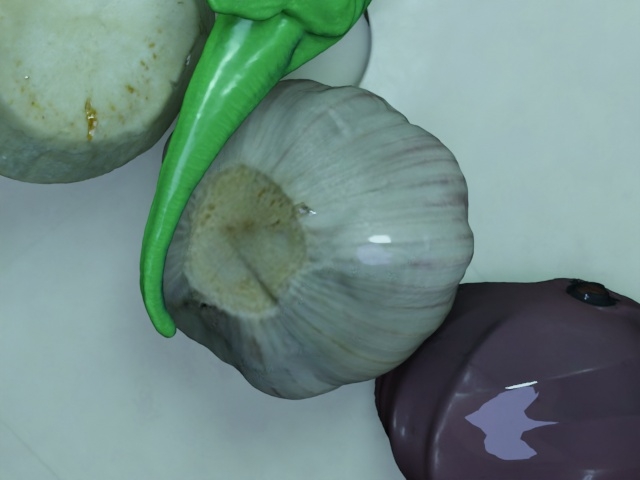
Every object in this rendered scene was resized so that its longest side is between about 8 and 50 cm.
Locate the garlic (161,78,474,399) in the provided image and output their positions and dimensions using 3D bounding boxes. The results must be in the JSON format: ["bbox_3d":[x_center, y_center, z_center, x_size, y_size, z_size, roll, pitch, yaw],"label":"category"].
[{"bbox_3d":[0.000,0.000,1.358,0.317,0.259,0.317,4,101,25],"label":"garlic"}]

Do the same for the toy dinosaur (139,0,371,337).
[{"bbox_3d":[0.004,-0.185,1.237,0.374,0.144,0.500,-12,120,-41],"label":"toy dinosaur"}]

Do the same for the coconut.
[{"bbox_3d":[-0.254,-0.204,1.270,0.323,0.323,0.323,0,111,-1],"label":"coconut"}]

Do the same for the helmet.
[{"bbox_3d":[0.225,0.183,1.467,0.338,0.197,0.271,10,108,-4],"label":"helmet"}]
